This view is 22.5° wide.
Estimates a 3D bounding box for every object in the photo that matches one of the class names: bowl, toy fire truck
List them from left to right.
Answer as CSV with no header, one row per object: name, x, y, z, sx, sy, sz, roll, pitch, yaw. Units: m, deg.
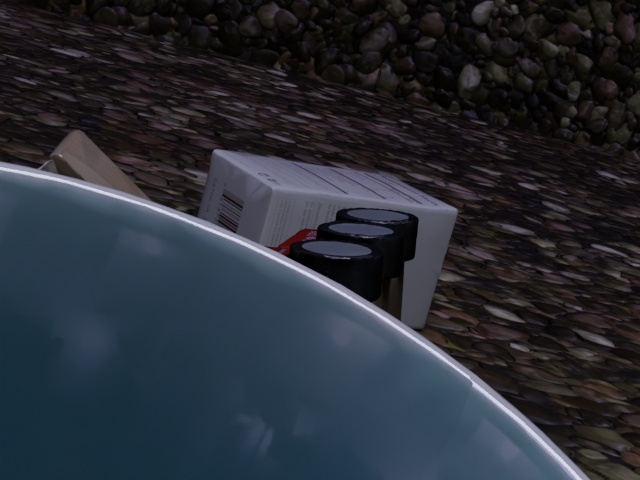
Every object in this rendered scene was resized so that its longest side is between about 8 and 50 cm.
bowl,-0.071,0.132,0.349,0.312,0.163,0.311,20,30,-12
toy fire truck,-0.071,0.021,1.049,0.246,0.158,0.217,5,11,11

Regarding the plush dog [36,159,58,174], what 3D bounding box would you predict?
plush dog,-0.113,0.100,0.578,0.225,0.210,0.262,48,25,16

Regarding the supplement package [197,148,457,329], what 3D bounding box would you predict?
supplement package,0.000,0.000,1.276,0.179,0.105,0.105,7,14,-34
